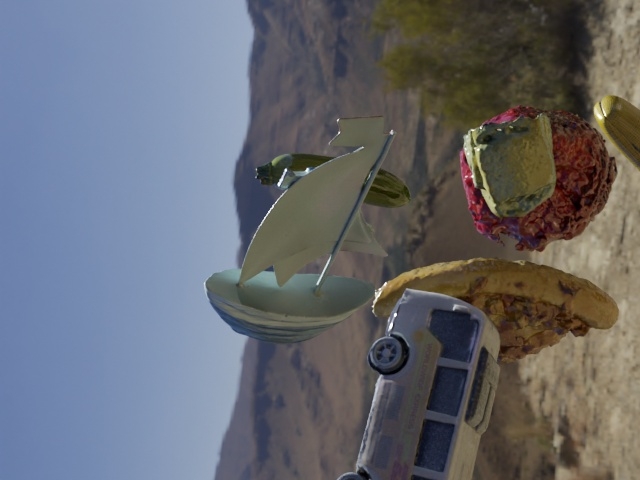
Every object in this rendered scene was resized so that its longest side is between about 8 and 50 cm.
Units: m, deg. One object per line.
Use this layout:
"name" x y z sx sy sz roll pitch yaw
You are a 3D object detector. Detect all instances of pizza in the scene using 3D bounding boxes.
"pizza" 0.231 0.113 1.162 0.226 0.335 0.086 100 171 -47

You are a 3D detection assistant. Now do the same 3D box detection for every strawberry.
"strawberry" 0.367 -0.120 1.458 0.220 0.274 0.274 70 -155 -72

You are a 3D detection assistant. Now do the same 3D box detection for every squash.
"squash" 0.023 -0.102 1.387 0.069 0.258 0.069 -170 90 -82

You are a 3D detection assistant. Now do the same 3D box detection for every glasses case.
"glasses case" 0.497 -0.128 1.268 0.064 0.234 0.079 -42 17 32

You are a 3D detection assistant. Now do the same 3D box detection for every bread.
"bread" 0.221 -0.082 0.966 0.156 0.103 0.110 -18 -88 -76

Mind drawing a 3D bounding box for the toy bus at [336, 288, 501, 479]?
"toy bus" 0.109 0.227 0.966 0.097 0.138 0.342 46 -124 -53

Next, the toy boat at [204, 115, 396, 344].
"toy boat" -0.011 0.005 0.451 0.149 0.105 0.034 96 153 -48
